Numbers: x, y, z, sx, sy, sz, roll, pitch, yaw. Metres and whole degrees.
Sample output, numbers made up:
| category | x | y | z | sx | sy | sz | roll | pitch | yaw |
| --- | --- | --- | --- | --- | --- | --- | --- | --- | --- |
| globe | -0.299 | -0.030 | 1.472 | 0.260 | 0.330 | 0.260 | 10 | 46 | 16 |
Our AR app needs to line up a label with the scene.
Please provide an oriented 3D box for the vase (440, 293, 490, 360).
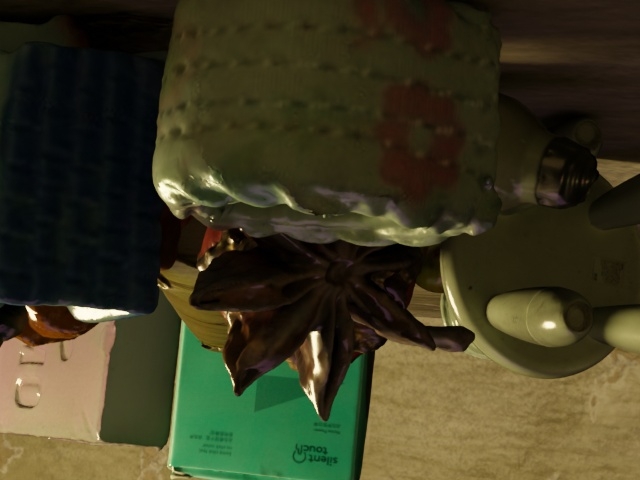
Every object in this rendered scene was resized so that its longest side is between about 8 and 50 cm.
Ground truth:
| category | x | y | z | sx | sy | sz | roll | pitch | yaw |
| --- | --- | --- | --- | --- | --- | --- | --- | --- | --- |
| vase | 0.240 | 0.057 | 2.261 | 0.143 | 0.143 | 0.299 | 6 | 170 | -9 |

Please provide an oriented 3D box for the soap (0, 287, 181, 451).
| category | x | y | z | sx | sy | sz | roll | pitch | yaw |
| --- | --- | --- | --- | --- | --- | --- | --- | --- | --- |
| soap | -0.265 | 0.091 | 2.254 | 0.107 | 0.296 | 0.285 | 10 | 171 | -35 |

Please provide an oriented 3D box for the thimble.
| category | x | y | z | sx | sy | sz | roll | pitch | yaw |
| --- | --- | --- | --- | --- | --- | --- | --- | --- | --- |
| thimble | 0.009 | -0.076 | 1.179 | 0.211 | 0.149 | 0.185 | 5 | 172 | 6 |

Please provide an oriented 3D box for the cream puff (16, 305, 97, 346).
| category | x | y | z | sx | sy | sz | roll | pitch | yaw |
| --- | --- | --- | --- | --- | --- | --- | --- | --- | --- |
| cream puff | -0.281 | -0.013 | 1.707 | 0.155 | 0.241 | 0.269 | -39 | -144 | -28 |

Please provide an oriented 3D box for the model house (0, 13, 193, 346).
| category | x | y | z | sx | sy | sz | roll | pitch | yaw |
| --- | --- | --- | --- | --- | --- | --- | --- | --- | --- |
| model house | -0.175 | -0.034 | 1.370 | 0.329 | 0.252 | 0.295 | -2 | 171 | 11 |

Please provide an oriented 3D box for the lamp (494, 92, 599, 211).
| category | x | y | z | sx | sy | sz | roll | pitch | yaw |
| --- | --- | --- | --- | --- | --- | --- | --- | --- | --- |
| lamp | 0.077 | -0.073 | 1.401 | 0.250 | 0.101 | 0.101 | 16 | 178 | 24 |

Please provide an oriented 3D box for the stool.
| category | x | y | z | sx | sy | sz | roll | pitch | yaw |
| --- | --- | --- | --- | --- | --- | --- | --- | --- | --- |
| stool | 0.224 | 0.013 | 1.579 | 0.195 | 0.195 | 0.198 | 9 | 172 | -24 |

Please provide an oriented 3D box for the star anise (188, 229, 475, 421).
| category | x | y | z | sx | sy | sz | roll | pitch | yaw |
| --- | --- | --- | --- | --- | --- | --- | --- | --- | --- |
| star anise | 0.007 | 0.022 | 1.338 | 0.089 | 0.209 | 0.231 | 33 | 157 | 54 |

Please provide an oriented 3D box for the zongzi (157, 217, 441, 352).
| category | x | y | z | sx | sy | sz | roll | pitch | yaw |
| --- | --- | --- | --- | --- | --- | --- | --- | --- | --- |
| zongzi | 0.024 | 0.013 | 1.847 | 0.360 | 0.160 | 0.323 | -4 | 159 | 12 |

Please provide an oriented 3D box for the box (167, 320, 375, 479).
| category | x | y | z | sx | sy | sz | roll | pitch | yaw |
| --- | --- | --- | --- | --- | --- | --- | --- | --- | --- |
| box | -0.044 | 0.103 | 2.076 | 0.205 | 0.311 | 0.118 | 4 | 178 | 9 |

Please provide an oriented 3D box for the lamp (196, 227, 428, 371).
| category | x | y | z | sx | sy | sz | roll | pitch | yaw |
| --- | --- | --- | --- | --- | --- | --- | --- | --- | --- |
| lamp | 0.000 | 0.000 | 1.530 | 0.177 | 0.177 | 0.274 | 5 | -166 | 5 |

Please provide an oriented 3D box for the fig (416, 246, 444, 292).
| category | x | y | z | sx | sy | sz | roll | pitch | yaw |
| --- | --- | --- | --- | --- | --- | --- | --- | --- | --- |
| fig | 0.139 | 0.021 | 2.205 | 0.093 | 0.093 | 0.166 | 5 | 174 | 2 |
